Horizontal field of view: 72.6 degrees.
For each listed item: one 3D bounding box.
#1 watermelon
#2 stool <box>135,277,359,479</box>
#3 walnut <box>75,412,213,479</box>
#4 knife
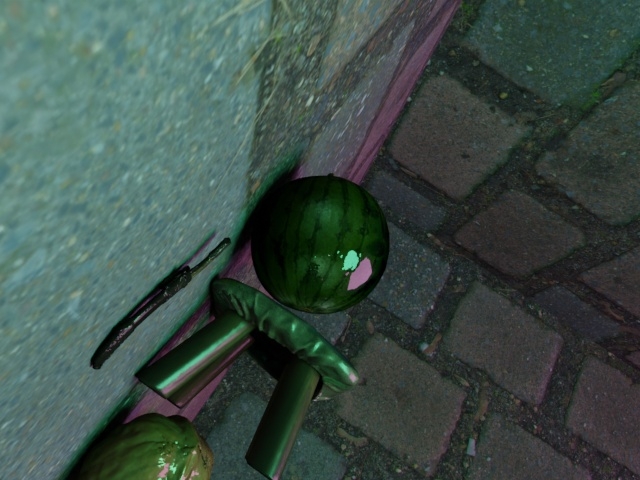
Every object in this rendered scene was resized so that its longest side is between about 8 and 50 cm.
[{"bbox_3d":[-0.001,0.005,0.752,0.242,0.242,0.242,-56,177,-5],"label":"watermelon"},{"bbox_3d":[-0.125,0.257,0.796,0.226,0.310,0.310,-54,174,-25],"label":"stool"},{"bbox_3d":[-0.287,0.388,0.702,0.245,0.198,0.198,-38,180,12],"label":"walnut"},{"bbox_3d":[-0.183,0.060,0.519,0.222,0.021,0.046,-49,172,-33],"label":"knife"}]
